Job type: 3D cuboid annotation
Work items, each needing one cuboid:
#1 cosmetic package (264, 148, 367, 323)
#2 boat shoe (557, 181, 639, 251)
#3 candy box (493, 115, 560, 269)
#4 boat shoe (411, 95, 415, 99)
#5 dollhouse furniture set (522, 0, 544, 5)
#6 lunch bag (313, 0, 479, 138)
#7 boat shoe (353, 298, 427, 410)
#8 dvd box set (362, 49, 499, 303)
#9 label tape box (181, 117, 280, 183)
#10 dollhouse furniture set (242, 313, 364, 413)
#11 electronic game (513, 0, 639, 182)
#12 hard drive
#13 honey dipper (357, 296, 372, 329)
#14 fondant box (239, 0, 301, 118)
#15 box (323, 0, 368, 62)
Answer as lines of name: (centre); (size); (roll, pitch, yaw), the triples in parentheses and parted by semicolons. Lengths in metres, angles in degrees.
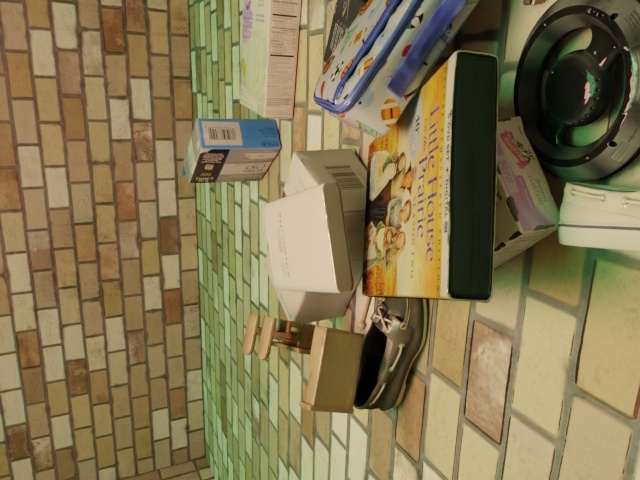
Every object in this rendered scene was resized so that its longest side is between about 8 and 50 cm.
cosmetic package: (0.000, 0.000, 1.224); (0.217, 0.156, 0.384); (60, 145, 37)
boat shoe: (0.362, -0.034, 0.530); (0.267, 0.096, 0.088); (-173, 80, -70)
candy box: (0.241, -0.055, 0.759); (0.196, 0.070, 0.164); (115, 143, -66)
boat shoe: (0.178, -0.231, 0.910); (0.170, 0.059, 0.062); (149, 112, -63)
dollhouse furniture set: (0.243, -0.372, 0.714); (0.114, 0.081, 0.090); (-142, 51, -57)
lunch bag: (0.117, -0.314, 0.808); (0.303, 0.115, 0.243); (-57, 20, 11)
boat shoe: (0.133, 0.217, 1.056); (0.112, 0.096, 0.335); (-133, 44, -52)
dvd box set: (0.147, -0.059, 0.817); (0.420, 0.062, 0.307); (153, 121, -80)
label tape box: (-0.303, -0.260, 1.700); (0.347, 0.249, 0.115); (134, 126, -58)
dollhouse furniture set: (-0.029, 0.263, 1.131); (0.242, 0.212, 0.160); (-4, 73, 57)
electronic game: (0.316, -0.185, 0.638); (0.229, 0.048, 0.229); (172, 90, -73)
hard drive: (-0.036, 0.004, 1.084); (0.308, 0.040, 0.202); (-8, 90, 63)
honey dipper: (0.105, 0.111, 1.080); (0.030, 0.031, 0.160); (-46, 23, 58)
fondant box: (-0.152, -0.540, 1.505); (0.238, 0.096, 0.330); (-137, 49, -55)
box: (0.090, -0.393, 1.022); (0.158, 0.093, 0.155); (-119, 34, -42)
